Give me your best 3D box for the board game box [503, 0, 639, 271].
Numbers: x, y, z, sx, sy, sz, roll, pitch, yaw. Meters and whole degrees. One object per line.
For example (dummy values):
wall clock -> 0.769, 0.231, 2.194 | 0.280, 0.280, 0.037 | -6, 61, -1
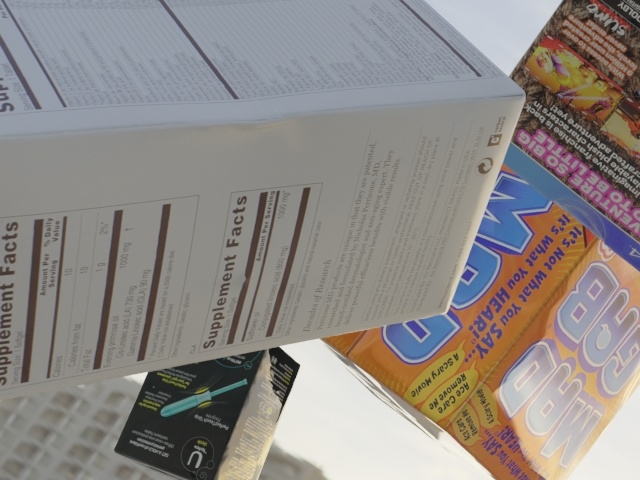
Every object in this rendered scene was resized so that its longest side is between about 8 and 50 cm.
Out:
board game box -> 0.291, -0.128, 0.876 | 0.232, 0.141, 0.291 | 39, -39, 5

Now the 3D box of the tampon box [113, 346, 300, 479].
tampon box -> -0.114, 0.173, 1.212 | 0.120, 0.161, 0.101 | 15, -17, 25

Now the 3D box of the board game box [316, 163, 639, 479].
board game box -> 0.220, 0.092, 1.613 | 0.356, 0.356, 0.356 | 33, -9, 40

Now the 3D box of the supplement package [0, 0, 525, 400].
supplement package -> -0.058, -0.038, 0.533 | 0.139, 0.244, 0.134 | 53, -39, 41
